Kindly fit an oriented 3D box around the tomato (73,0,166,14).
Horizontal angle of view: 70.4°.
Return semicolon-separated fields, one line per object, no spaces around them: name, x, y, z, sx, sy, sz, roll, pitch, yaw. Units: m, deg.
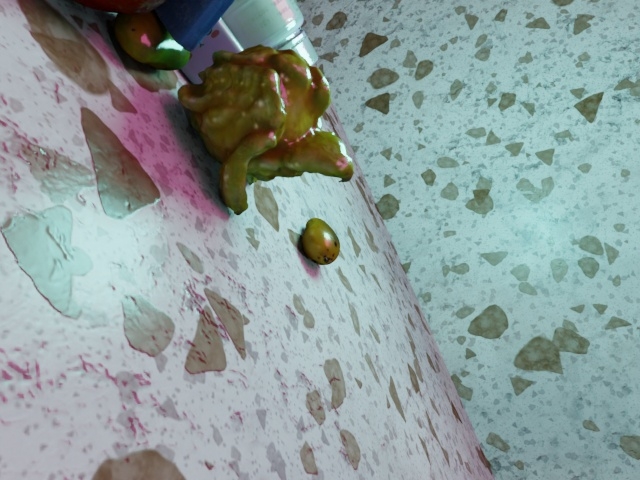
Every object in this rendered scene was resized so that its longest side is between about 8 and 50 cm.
tomato;-0.310;-0.465;0.665;0.265;0.265;0.265;55;18;-27

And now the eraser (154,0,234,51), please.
eraser;-0.273;-0.501;0.811;0.311;0.144;0.043;57;22;14

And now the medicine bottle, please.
medicine bottle;-0.166;-0.683;1.491;0.302;0.241;0.241;55;18;-26

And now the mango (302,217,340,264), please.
mango;0.002;0.003;1.224;0.115;0.090;0.178;51;10;-15

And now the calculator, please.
calculator;-0.270;-0.436;0.964;0.246;0.141;0.045;51;8;-40

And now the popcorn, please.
popcorn;-0.122;-0.218;0.889;0.321;0.325;0.290;20;-17;47

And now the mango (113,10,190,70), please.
mango;-0.310;-0.379;0.841;0.122;0.086;0.191;63;14;-7
